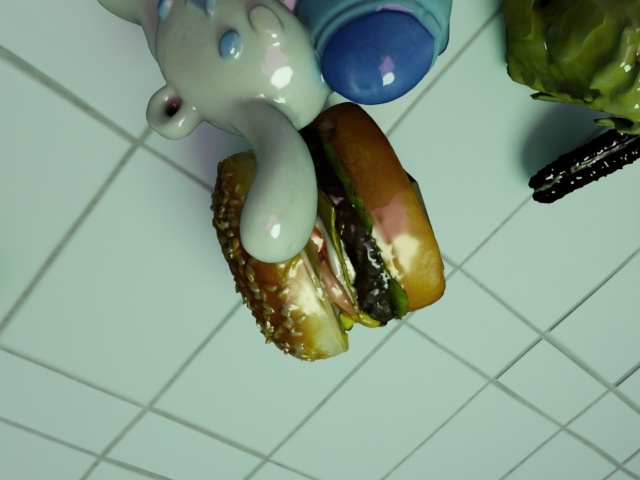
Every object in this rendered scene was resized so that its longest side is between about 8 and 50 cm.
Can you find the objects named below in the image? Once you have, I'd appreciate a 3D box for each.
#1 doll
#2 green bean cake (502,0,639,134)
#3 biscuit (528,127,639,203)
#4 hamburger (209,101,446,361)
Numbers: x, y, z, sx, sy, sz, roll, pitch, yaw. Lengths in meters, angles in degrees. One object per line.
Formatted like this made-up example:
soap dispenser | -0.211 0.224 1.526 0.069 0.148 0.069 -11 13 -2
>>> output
doll | -0.011 -0.217 0.470 0.366 0.187 0.376 -35 83 -2
green bean cake | 0.317 -0.279 0.525 0.202 0.285 0.309 5 113 -9
biscuit | 0.373 -0.110 0.694 0.195 0.194 0.053 -27 84 3
hamburger | 0.000 0.000 0.609 0.225 0.291 0.290 -25 120 -4
